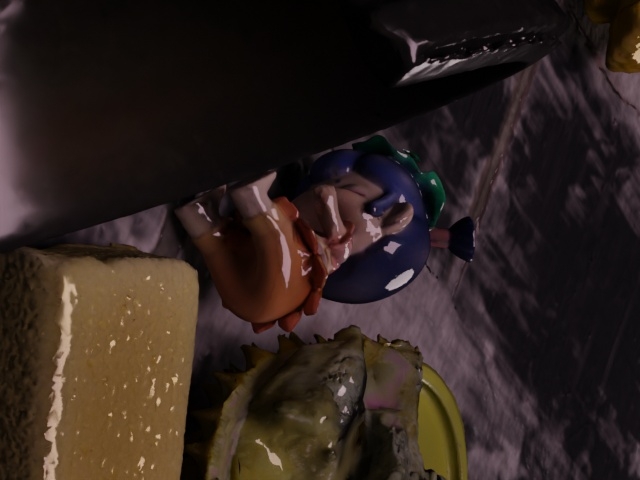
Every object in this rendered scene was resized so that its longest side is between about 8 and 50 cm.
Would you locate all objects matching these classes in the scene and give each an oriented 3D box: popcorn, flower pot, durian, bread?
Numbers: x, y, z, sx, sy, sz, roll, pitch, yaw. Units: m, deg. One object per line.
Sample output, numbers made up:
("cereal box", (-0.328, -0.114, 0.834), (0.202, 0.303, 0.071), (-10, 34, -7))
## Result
("popcorn", (0.275, -0.204, 1.491), (0.167, 0.152, 0.148), (-43, 150, -34))
("flower pot", (-0.118, -0.130, 0.757), (0.379, 0.379, 0.251), (-18, 88, -55))
("durian", (-0.002, 0.162, 1.087), (0.172, 0.166, 0.306), (71, 19, -44))
("bread", (-0.125, 0.094, 0.972), (0.125, 0.068, 0.188), (2, 93, -57))

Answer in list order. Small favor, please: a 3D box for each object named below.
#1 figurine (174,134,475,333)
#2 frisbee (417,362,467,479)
("figurine", (0.000, 0.000, 1.137), (0.195, 0.111, 0.102), (-21, 96, -51))
("frisbee", (0.040, 0.196, 1.297), (0.236, 0.017, 0.236), (-17, 111, -55))
